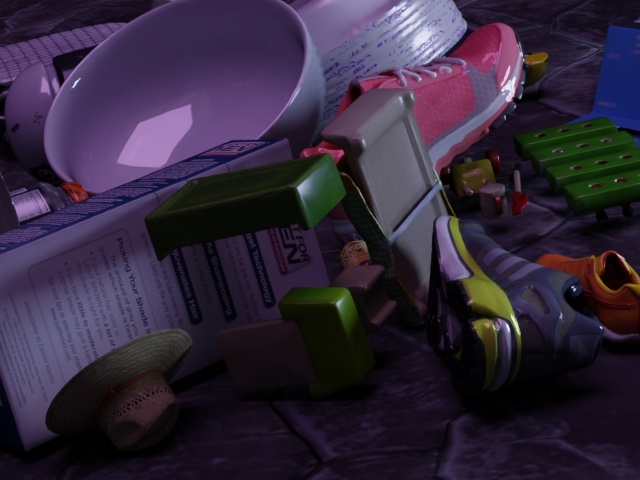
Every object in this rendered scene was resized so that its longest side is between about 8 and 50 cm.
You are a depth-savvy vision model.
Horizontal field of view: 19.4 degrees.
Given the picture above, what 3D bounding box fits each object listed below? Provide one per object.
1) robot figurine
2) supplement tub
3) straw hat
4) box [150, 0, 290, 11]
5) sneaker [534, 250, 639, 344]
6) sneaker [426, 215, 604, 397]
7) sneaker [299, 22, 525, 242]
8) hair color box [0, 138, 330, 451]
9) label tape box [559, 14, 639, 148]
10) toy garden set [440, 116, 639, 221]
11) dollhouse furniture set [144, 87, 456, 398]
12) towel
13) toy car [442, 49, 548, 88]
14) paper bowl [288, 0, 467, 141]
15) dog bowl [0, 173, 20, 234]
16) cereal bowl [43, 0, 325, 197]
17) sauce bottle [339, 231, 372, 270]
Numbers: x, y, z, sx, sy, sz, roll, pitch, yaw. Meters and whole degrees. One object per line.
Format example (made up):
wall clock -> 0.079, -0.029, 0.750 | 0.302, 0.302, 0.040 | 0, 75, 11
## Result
robot figurine -> -0.267, -0.166, 2.409 | 0.278, 0.209, 0.173 | -15, 41, -9
supplement tub -> -0.339, 0.007, 2.024 | 0.190, 0.117, 0.117 | -20, 20, -22
straw hat -> -0.156, 0.143, 1.583 | 0.144, 0.144, 0.061 | -23, 64, -28
box -> -0.095, -0.280, 2.587 | 0.275, 0.094, 0.113 | 16, 24, 8
sneaker -> 0.242, 0.036, 1.620 | 0.064, 0.067, 0.175 | -3, 16, -24
sneaker -> 0.160, 0.057, 1.606 | 0.121, 0.111, 0.300 | 1, 20, -6
sneaker -> 0.100, -0.141, 1.973 | 0.314, 0.136, 0.116 | -50, 26, -21
hair color box -> -0.168, 0.042, 1.710 | 0.347, 0.174, 0.105 | -24, 14, -30
label tape box -> 0.453, -0.205, 2.140 | 0.334, 0.106, 0.240 | -21, 20, -23
toy garden set -> 0.240, -0.057, 1.945 | 0.204, 0.049, 0.244 | -12, 19, -5
dollhouse furniture set -> 0.000, 0.000, 1.714 | 0.151, 0.197, 0.301 | -12, 17, 28
towel -> -0.361, -0.222, 2.721 | 0.284, 0.121, 0.235 | -15, 20, -13
toy car -> 0.147, -0.185, 2.368 | 0.239, 0.053, 0.225 | 6, 26, 45
paper bowl -> 0.031, -0.248, 2.339 | 0.284, 0.148, 0.284 | -32, 10, 7
dog bowl -> -0.433, 0.015, 1.744 | 0.102, 0.349, 0.349 | -16, 14, 34
cereal bowl -> -0.142, -0.130, 2.168 | 0.339, 0.141, 0.339 | -15, 44, 16
sauce bottle -> 0.040, 0.022, 1.849 | 0.042, 0.042, 0.128 | -15, 17, -6
